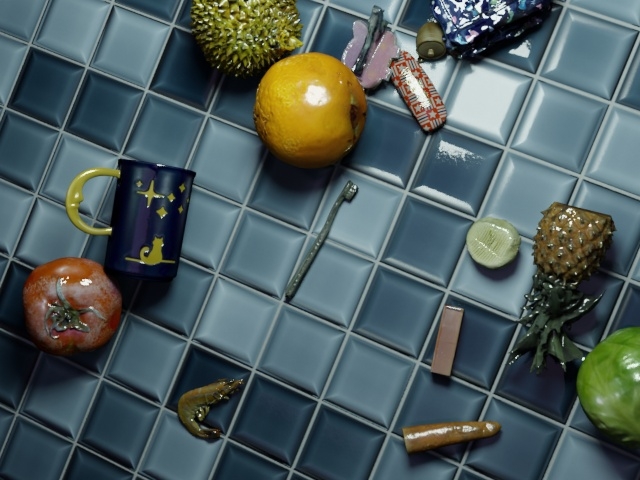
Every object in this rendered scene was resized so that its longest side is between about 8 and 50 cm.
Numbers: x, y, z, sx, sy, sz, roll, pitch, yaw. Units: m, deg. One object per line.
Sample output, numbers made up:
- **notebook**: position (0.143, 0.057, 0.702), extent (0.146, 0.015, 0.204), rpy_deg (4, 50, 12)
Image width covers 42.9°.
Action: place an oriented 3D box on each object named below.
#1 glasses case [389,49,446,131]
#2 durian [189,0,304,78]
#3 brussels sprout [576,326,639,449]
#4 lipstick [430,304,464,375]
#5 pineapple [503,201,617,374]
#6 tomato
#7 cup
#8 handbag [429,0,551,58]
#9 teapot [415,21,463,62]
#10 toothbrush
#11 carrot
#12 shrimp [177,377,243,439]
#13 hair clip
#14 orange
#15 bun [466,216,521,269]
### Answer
- **glasses case**: position (0.210, -0.331, 1.780), extent (0.073, 0.049, 0.195), rpy_deg (-32, 81, 8)
- **durian**: position (-0.164, -0.484, 1.766), extent (0.258, 0.258, 0.293), rpy_deg (-18, 67, 10)
- **brussels sprout**: position (0.620, 0.291, 1.583), extent (0.243, 0.244, 0.244), rpy_deg (-1, 87, 11)
- **lipstick**: position (0.272, 0.213, 1.740), extent (0.045, 0.045, 0.146), rpy_deg (12, 90, 11)
- **pineapple**: position (0.490, 0.109, 1.662), extent (0.165, 0.165, 0.365), rpy_deg (13, 98, 12)
- **tomato**: position (-0.557, 0.143, 1.839), extent (0.231, 0.188, 0.232), rpy_deg (-4, 107, -14)
- **cup**: position (-0.425, -0.050, 1.819), extent (0.254, 0.178, 0.257), rpy_deg (10, 90, -3)
- **handbag**: position (0.364, -0.499, 1.720), extent (0.260, 0.113, 0.162), rpy_deg (-26, 77, 0)
- **teapot**: position (0.258, -0.424, 1.782), extent (0.110, 0.085, 0.080), rpy_deg (13, 64, -16)
- **toothbrush**: position (0.000, 0.000, 1.815), extent (0.030, 0.030, 0.297), rpy_deg (30, 93, 2)
- **carrot**: position (0.280, 0.410, 1.725), extent (0.209, 0.061, 0.061), rpy_deg (-11, 85, 7)
- **shrimp**: position (-0.240, 0.383, 1.840), extent (0.178, 0.034, 0.124), rpy_deg (-22, 86, 11)
- **hair clip**: position (0.109, -0.419, 1.791), extent (0.146, 0.056, 0.187), rpy_deg (24, 102, 33)
- **orange**: position (-0.019, -0.273, 1.727), extent (0.246, 0.246, 0.246), rpy_deg (-1, 87, 11)
- **bun**: position (0.367, 0.004, 1.720), extent (0.115, 0.069, 0.115), rpy_deg (1, 93, 32)
